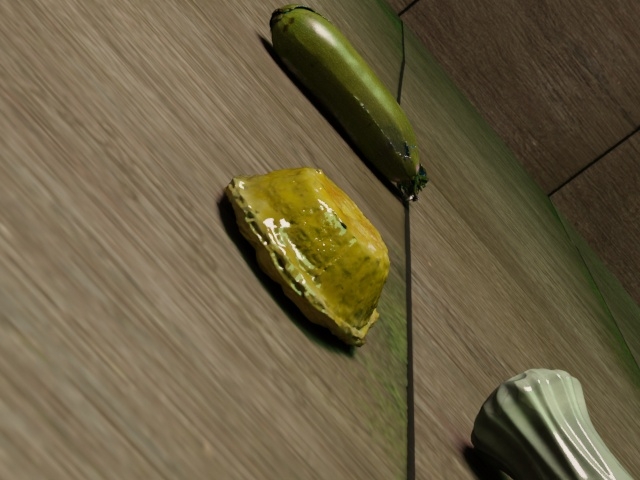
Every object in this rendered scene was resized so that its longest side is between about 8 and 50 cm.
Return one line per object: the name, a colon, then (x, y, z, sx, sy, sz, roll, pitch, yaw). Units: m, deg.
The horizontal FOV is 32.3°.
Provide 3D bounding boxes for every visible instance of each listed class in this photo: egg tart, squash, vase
egg tart: (0.000, 0.000, 0.505, 0.105, 0.039, 0.105, 46, 13, -14)
squash: (0.026, -0.106, 0.844, 0.183, 0.052, 0.052, 51, 13, -15)
vase: (0.130, 0.129, 0.514, 0.081, 0.081, 0.148, 33, 19, -51)
